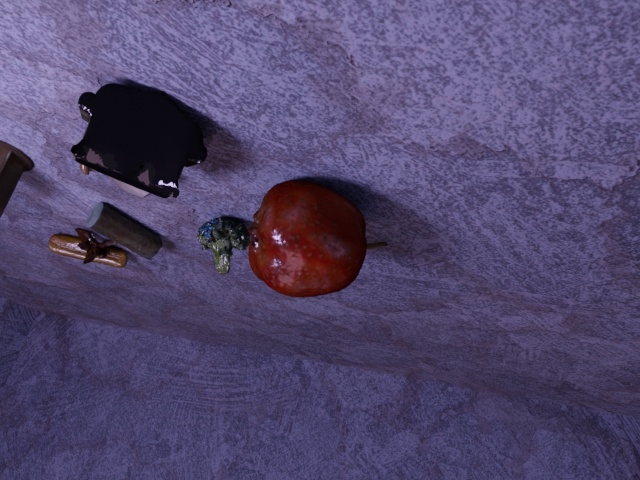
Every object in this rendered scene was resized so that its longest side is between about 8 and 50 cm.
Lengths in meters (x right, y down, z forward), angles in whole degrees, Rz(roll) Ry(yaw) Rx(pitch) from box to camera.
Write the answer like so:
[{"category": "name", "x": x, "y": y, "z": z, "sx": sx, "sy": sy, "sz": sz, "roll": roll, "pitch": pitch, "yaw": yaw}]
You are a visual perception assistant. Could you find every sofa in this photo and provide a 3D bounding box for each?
[{"category": "sofa", "x": -0.377, "y": -0.210, "z": 1.190, "sx": 0.258, "sy": 0.182, "sz": 0.200, "roll": 23, "pitch": 173, "yaw": -20}]

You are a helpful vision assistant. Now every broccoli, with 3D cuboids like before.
[{"category": "broccoli", "x": -0.273, "y": 0.012, "z": 1.597, "sx": 0.167, "sy": 0.160, "sz": 0.154, "roll": 1, "pitch": -177, "yaw": 5}]

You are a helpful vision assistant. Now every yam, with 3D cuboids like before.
[{"category": "yam", "x": -0.611, "y": -0.024, "z": 1.794, "sx": 0.093, "sy": 0.093, "sz": 0.259, "roll": -4, "pitch": 152, "yaw": 36}]

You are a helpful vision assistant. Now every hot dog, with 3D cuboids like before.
[{"category": "hot dog", "x": -0.850, "y": 0.042, "z": 2.094, "sx": 0.286, "sy": 0.087, "sz": 0.061, "roll": 19, "pitch": 162, "yaw": -3}]

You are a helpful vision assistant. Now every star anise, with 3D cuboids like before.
[{"category": "star anise", "x": -0.759, "y": 0.005, "z": 1.981, "sx": 0.140, "sy": 0.158, "sz": 0.144, "roll": 23, "pitch": 124, "yaw": -43}]

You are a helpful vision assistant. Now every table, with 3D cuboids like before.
[{"category": "table", "x": -0.894, "y": -0.139, "z": 1.514, "sx": 0.167, "sy": 0.226, "sz": 0.167, "roll": 11, "pitch": 157, "yaw": 5}]

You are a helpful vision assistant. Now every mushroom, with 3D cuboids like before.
[{"category": "mushroom", "x": -0.474, "y": -0.167, "z": 1.371, "sx": 0.213, "sy": 0.097, "sz": 0.088, "roll": 21, "pitch": 167, "yaw": -15}]

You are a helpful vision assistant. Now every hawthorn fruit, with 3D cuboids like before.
[{"category": "hawthorn fruit", "x": 0.000, "y": 0.000, "z": 1.308, "sx": 0.330, "sy": 0.287, "sz": 0.287, "roll": 5, "pitch": 160, "yaw": -17}]
